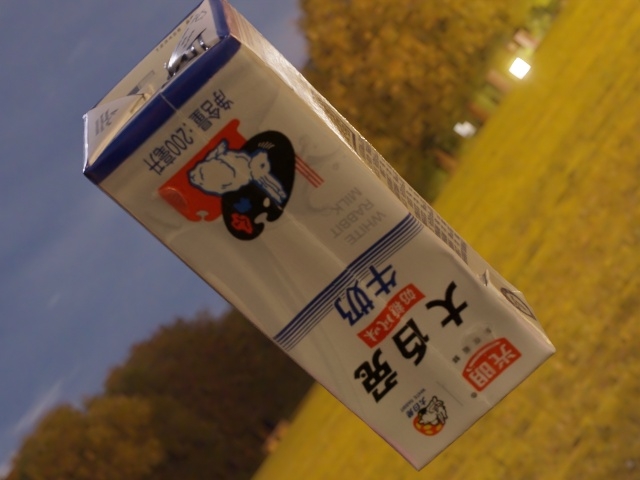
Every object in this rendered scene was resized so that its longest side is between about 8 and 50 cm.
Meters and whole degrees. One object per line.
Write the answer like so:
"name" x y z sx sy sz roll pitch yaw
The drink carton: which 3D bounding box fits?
"drink carton" 0.000 0.000 1.117 0.130 0.315 0.106 -42 22 11
